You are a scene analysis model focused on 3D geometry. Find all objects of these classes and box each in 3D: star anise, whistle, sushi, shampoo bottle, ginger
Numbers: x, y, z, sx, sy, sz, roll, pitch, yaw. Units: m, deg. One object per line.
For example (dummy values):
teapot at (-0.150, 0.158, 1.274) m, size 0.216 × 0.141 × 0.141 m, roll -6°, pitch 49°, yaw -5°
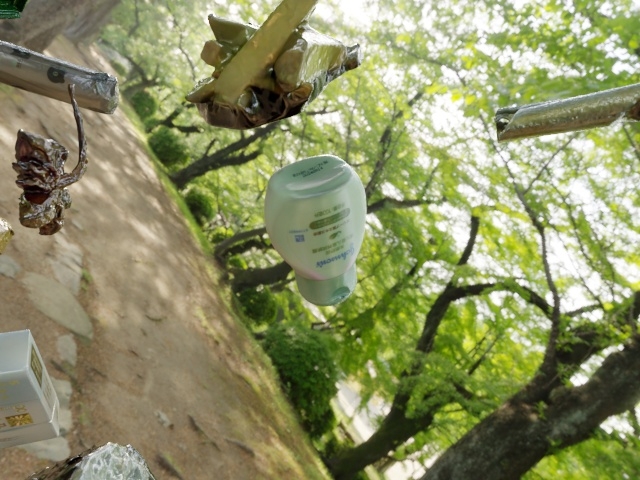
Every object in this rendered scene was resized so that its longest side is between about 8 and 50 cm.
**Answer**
star anise at (-0.330, -0.099, 0.596) m, size 0.070 × 0.190 × 0.097 m, roll 5°, pitch 6°, yaw 2°
whistle at (0.471, -0.223, 0.826) m, size 0.327 × 0.067 × 0.057 m, roll -5°, pitch -17°, yaw 22°
sushi at (-0.552, 0.636, 1.107) m, size 0.299 × 0.294 × 0.281 m, roll 17°, pitch 47°, yaw -63°
shampoo bottle at (0.000, 0.000, 1.059) m, size 0.151 × 0.222 × 0.349 m, roll 47°, pitch -26°, yaw 45°
ginger at (-0.107, -0.392, 0.974) m, size 0.414 × 0.358 × 0.211 m, roll 14°, pitch -45°, yaw 43°

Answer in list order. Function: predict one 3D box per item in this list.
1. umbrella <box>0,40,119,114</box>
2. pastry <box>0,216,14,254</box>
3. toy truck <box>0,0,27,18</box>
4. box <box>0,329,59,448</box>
umbrella at (-0.528, -0.303, 0.841) m, size 0.338 × 0.067 × 0.073 m, roll 15°, pitch -35°, yaw -11°
pastry at (-0.881, -0.034, 1.101) m, size 0.255 × 0.161 × 0.311 m, roll 24°, pitch -10°, yaw 11°
toy truck at (-0.545, -0.424, 0.766) m, size 0.147 × 0.079 × 0.065 m, roll 56°, pitch 37°, yaw -3°
box at (-0.475, 0.226, 0.687) m, size 0.242 × 0.155 × 0.067 m, roll 107°, pitch -29°, yaw -47°
